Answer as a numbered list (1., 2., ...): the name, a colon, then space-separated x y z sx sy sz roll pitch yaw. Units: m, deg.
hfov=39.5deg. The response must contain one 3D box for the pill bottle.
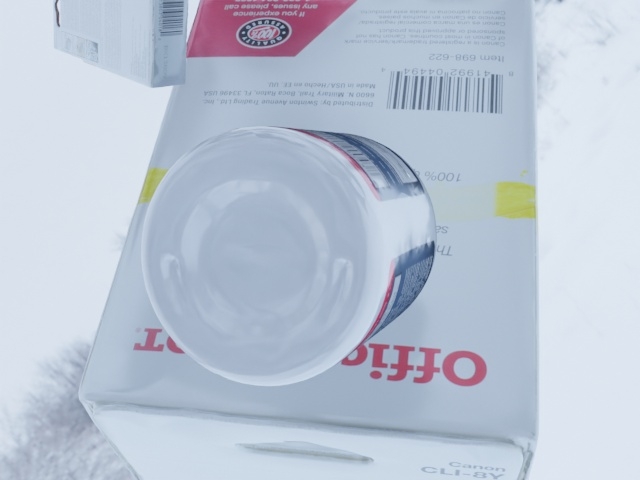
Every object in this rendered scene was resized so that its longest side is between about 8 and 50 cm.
1. pill bottle: 0.000 0.000 0.441 0.108 0.108 0.180 -46 -9 16

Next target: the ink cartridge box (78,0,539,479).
1. ink cartridge box: 0.016 -0.004 0.676 0.160 0.279 0.385 81 -165 -54

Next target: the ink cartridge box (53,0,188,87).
1. ink cartridge box: -0.132 -0.143 0.578 0.029 0.115 0.063 -17 -58 -43
